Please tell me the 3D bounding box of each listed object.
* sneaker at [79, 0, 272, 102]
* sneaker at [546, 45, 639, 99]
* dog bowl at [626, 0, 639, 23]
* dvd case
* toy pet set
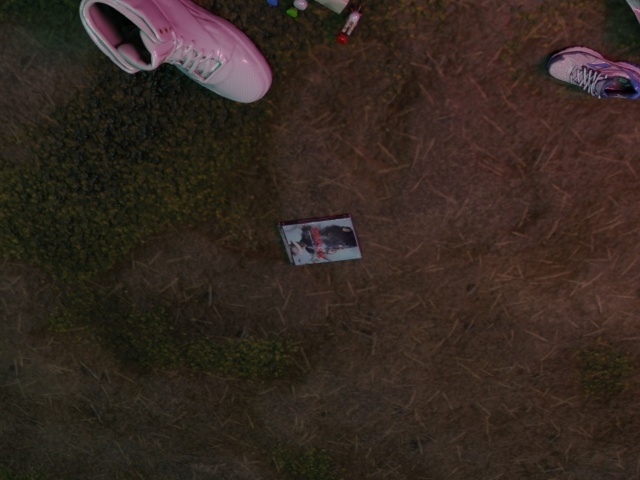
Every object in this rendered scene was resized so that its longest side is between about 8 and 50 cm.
[{"bbox_3d":[-0.196,-0.251,1.405,0.292,0.169,0.108,36,124,-22],"label":"sneaker"},{"bbox_3d":[0.373,-0.222,1.411,0.135,0.058,0.052,10,131,1],"label":"sneaker"},{"bbox_3d":[0.485,-0.362,1.202,0.349,0.102,0.348,8,144,6],"label":"dog bowl"},{"bbox_3d":[0.000,0.000,1.687,0.119,0.013,0.087,-5,129,14],"label":"dvd case"},{"bbox_3d":[0.008,-0.334,1.389,0.122,0.065,0.114,28,163,-11],"label":"toy pet set"}]
